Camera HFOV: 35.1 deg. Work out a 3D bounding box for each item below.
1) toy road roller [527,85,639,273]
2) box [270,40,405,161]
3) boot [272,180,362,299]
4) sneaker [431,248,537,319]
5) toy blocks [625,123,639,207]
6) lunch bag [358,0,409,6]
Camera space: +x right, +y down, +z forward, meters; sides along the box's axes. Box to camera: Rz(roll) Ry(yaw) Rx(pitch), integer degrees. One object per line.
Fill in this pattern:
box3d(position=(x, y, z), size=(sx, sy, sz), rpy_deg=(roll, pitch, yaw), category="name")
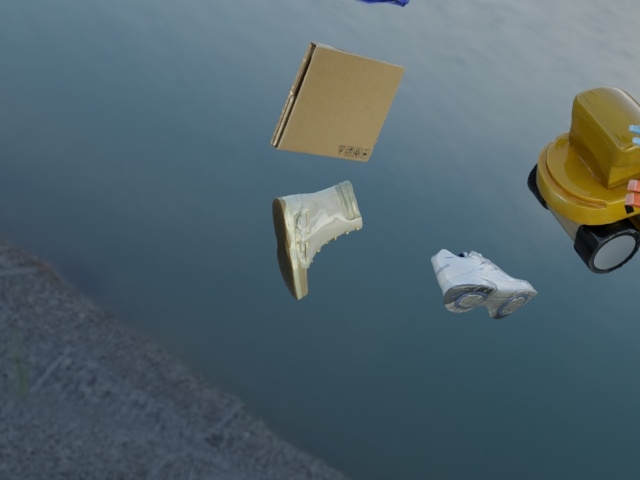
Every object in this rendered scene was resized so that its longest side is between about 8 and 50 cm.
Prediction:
box3d(position=(0.487, -0.121, 1.528), size=(0.329, 0.240, 0.202), rpy_deg=(-19, 50, -10), category="toy road roller")
box3d(position=(0.030, -0.203, 1.522), size=(0.201, 0.164, 0.021), rpy_deg=(3, 25, -46), category="box")
box3d(position=(0.000, 0.000, 1.925), size=(0.165, 0.213, 0.077), rpy_deg=(-17, 27, -22), category="boot")
box3d(position=(0.340, 0.080, 2.075), size=(0.297, 0.111, 0.129), rpy_deg=(16, 41, -48), category="sneaker")
box3d(position=(0.401, -0.079, 1.181), size=(0.148, 0.123, 0.054), rpy_deg=(14, 30, -26), category="toy blocks")
box3d(position=(0.020, -0.293, 0.981), size=(0.129, 0.096, 0.151), rpy_deg=(33, -5, 26), category="lunch bag")
